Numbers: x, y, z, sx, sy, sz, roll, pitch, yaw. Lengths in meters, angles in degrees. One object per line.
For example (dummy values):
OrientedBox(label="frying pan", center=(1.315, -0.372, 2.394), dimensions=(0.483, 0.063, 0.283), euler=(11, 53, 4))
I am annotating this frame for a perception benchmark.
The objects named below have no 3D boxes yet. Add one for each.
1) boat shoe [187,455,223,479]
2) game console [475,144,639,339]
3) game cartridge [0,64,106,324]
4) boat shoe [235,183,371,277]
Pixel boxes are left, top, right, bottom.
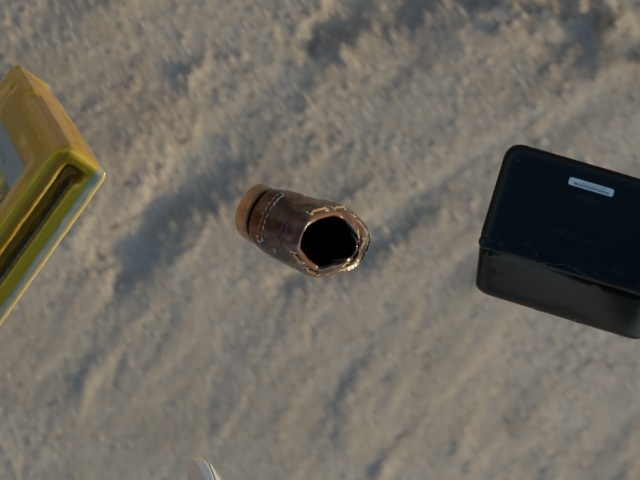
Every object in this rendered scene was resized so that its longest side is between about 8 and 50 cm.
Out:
OrientedBox(label="boat shoe", center=(-0.075, 0.219, 1.494), dimensions=(0.035, 0.100, 0.035), euler=(-17, 163, -33))
OrientedBox(label="game console", center=(0.172, 0.002, 1.235), dimensions=(0.122, 0.071, 0.107), euler=(17, 94, 10))
OrientedBox(label="game cartridge", center=(-0.300, 0.006, 1.511), dimensions=(0.052, 0.323, 0.285), euler=(34, 94, -24))
OrientedBox(label="boat shoe", center=(0.000, 0.000, 1.661), dimensions=(0.207, 0.073, 0.073), euler=(12, 97, -63))
